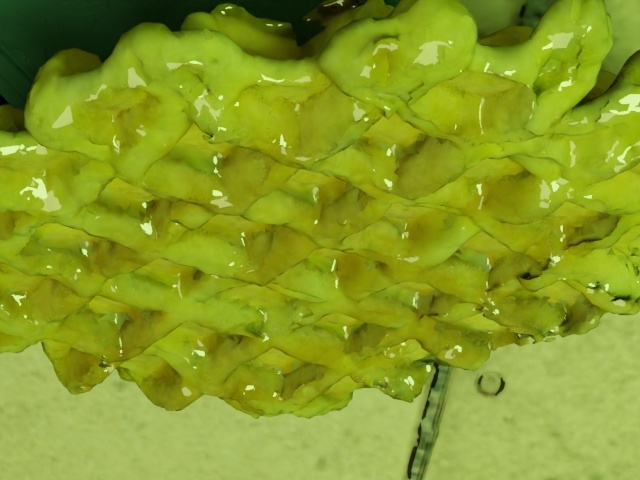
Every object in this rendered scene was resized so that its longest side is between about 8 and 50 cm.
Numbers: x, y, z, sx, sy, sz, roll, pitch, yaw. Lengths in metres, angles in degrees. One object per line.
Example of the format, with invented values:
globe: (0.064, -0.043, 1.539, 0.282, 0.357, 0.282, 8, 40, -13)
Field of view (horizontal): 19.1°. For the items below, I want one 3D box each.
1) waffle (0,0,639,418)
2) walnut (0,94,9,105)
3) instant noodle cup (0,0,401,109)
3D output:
waffle: (0.000, -0.003, 0.743, 0.312, 0.060, 0.307, -8, 153, 14)
walnut: (-0.188, -0.044, 0.823, 0.170, 0.069, 0.143, 12, 134, 8)
instant noodle cup: (-0.057, -0.107, 0.726, 0.179, 0.070, 0.157, -24, 122, 32)
